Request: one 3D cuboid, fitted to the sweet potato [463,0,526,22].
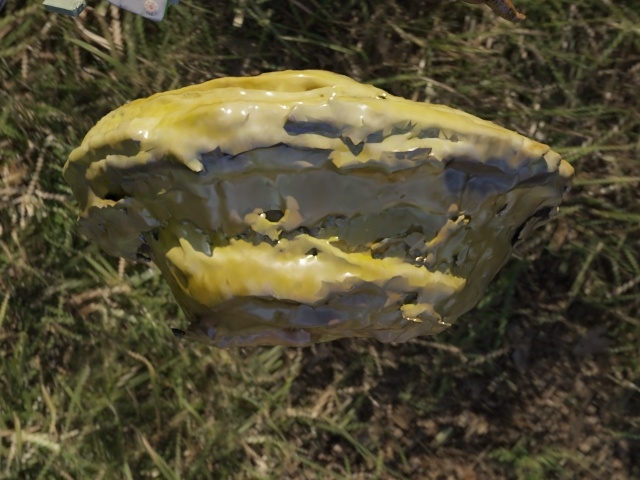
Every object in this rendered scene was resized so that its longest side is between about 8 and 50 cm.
[{"bbox_3d":[0.248,-0.366,1.565,0.214,0.050,0.050,6,106,-56],"label":"sweet potato"}]

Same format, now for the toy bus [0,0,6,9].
[{"bbox_3d":[-0.534,-0.382,1.575,0.138,0.112,0.317,32,97,-13],"label":"toy bus"}]

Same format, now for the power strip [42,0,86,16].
[{"bbox_3d":[-0.379,-0.348,1.545,0.027,0.083,0.017,-52,140,-25],"label":"power strip"}]

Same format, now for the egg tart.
[{"bbox_3d":[0.000,0.000,0.716,0.352,0.352,0.149,5,77,-24],"label":"egg tart"}]

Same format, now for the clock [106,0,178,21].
[{"bbox_3d":[-0.209,-0.504,1.590,0.166,0.309,0.235,24,125,4],"label":"clock"}]
